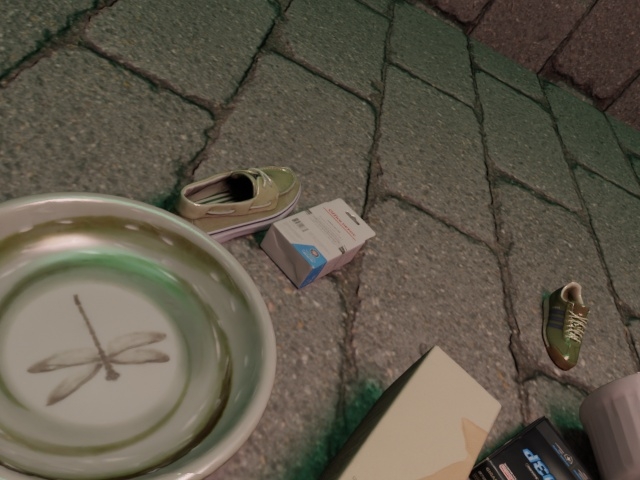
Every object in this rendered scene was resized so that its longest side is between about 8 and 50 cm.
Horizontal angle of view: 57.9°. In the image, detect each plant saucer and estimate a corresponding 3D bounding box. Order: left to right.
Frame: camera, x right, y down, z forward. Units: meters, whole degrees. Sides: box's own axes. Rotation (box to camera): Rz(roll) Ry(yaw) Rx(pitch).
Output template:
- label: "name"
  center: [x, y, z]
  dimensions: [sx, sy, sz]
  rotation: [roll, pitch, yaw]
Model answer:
- label: "plant saucer"
  center: [-0.251, 0.115, 0.662]
  dimensions: [0.400, 0.100, 0.400]
  rotation: [20, 41, -18]

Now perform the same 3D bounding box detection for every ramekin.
- label: "ramekin"
  center: [0.552, 0.316, 0.878]
  dimensions: [0.277, 0.277, 0.135]
  rotation: [21, 48, -15]

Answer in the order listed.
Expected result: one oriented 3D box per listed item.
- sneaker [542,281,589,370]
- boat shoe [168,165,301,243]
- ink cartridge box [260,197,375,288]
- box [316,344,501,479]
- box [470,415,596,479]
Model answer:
- label: "sneaker"
  center: [0.489, 0.157, 1.139]
  dimensions: [0.064, 0.086, 0.192]
  rotation: [28, 39, -7]
- label: "boat shoe"
  center: [-0.122, -0.070, 0.949]
  dimensions: [0.109, 0.094, 0.302]
  rotation: [43, 40, 11]
- label: "ink cartridge box"
  center: [0.000, 0.000, 0.987]
  dimensions: [0.104, 0.060, 0.180]
  rotation: [47, 41, 17]
- label: "box"
  center: [0.086, 0.278, 0.690]
  dimensions: [0.121, 0.148, 0.311]
  rotation: [42, 41, 10]
- label: "box"
  center: [0.338, 0.383, 0.826]
  dimensions: [0.175, 0.051, 0.220]
  rotation: [-11, 56, -41]
